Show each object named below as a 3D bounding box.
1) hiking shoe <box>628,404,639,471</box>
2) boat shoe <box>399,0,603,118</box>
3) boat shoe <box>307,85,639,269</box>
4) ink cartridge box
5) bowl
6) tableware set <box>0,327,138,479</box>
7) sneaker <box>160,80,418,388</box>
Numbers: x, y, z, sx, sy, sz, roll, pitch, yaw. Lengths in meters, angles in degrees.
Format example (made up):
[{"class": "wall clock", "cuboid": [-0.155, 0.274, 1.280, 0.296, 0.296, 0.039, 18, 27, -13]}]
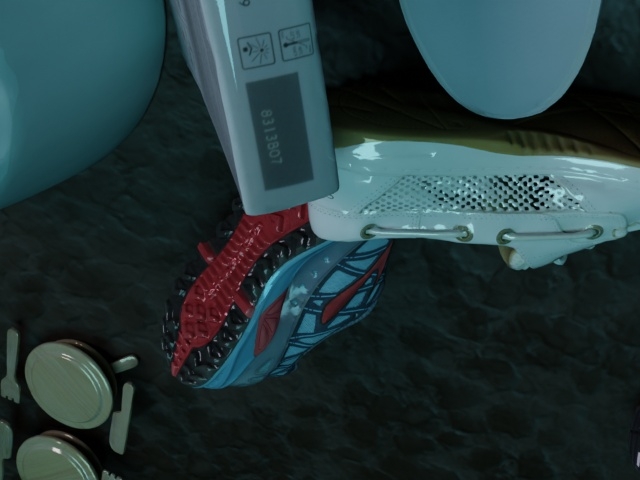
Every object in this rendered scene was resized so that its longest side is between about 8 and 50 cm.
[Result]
[{"class": "hiking shoe", "cuboid": [0.337, 0.118, 0.732, 0.114, 0.086, 0.227, 32, 133, -26]}, {"class": "boat shoe", "cuboid": [0.089, -0.218, 0.523, 0.113, 0.105, 0.306, -3, 118, 29]}, {"class": "boat shoe", "cuboid": [0.126, -0.030, 0.615, 0.277, 0.098, 0.096, 4, 119, -9]}, {"class": "ink cartridge box", "cuboid": [-0.054, -0.150, 0.551, 0.066, 0.232, 0.189, -13, 123, -5]}, {"class": "bowl", "cuboid": [-0.269, -0.127, 0.641, 0.312, 0.163, 0.311, 7, 125, 9]}, {"class": "tableware set", "cuboid": [-0.220, 0.163, 0.916, 0.128, 0.039, 0.194, 23, 122, 12]}, {"class": "sneaker", "cuboid": [0.000, 0.000, 0.725, 0.125, 0.104, 0.262, 16, 124, -48]}]
